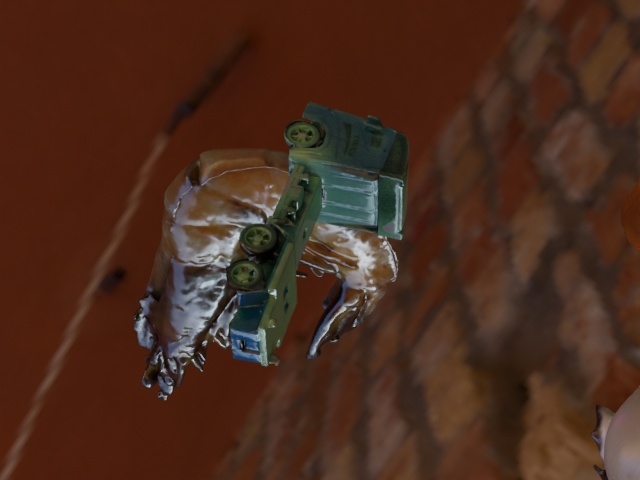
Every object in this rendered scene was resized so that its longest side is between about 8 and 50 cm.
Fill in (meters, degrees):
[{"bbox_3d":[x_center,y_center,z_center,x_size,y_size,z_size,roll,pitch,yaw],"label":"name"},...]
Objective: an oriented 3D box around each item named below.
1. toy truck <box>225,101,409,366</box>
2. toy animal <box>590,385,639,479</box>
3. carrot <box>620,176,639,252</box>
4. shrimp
[{"bbox_3d":[0.000,0.000,1.122,0.081,0.175,0.067,12,140,12],"label":"toy truck"},{"bbox_3d":[0.311,0.189,1.364,0.251,0.310,0.251,16,-145,-12],"label":"toy animal"},{"bbox_3d":[0.265,-0.053,1.243,0.087,0.193,0.087,13,-131,-16],"label":"carrot"},{"bbox_3d":[-0.040,0.029,1.398,0.178,0.289,0.075,13,-136,-7],"label":"shrimp"}]
